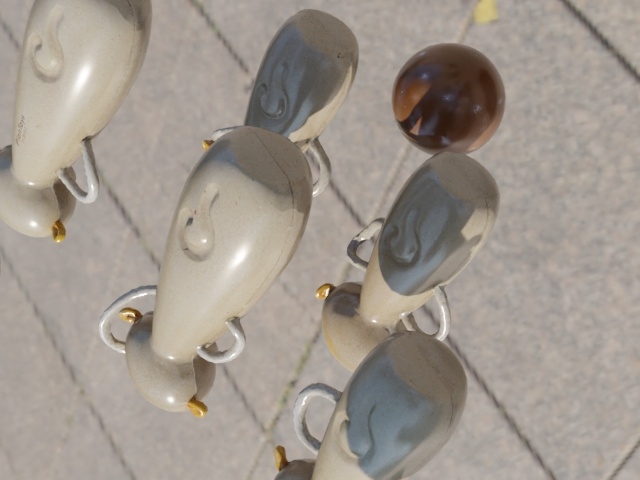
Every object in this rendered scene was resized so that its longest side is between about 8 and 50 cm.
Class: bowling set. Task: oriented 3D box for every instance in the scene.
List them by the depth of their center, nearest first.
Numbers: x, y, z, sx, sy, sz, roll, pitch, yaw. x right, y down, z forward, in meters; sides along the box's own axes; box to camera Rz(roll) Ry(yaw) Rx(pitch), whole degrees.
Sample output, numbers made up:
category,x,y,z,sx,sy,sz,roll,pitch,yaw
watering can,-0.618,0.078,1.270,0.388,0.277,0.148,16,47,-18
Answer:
category,x,y,z,sx,sy,sz,roll,pitch,yaw
bowling set,0.000,0.000,0.625,0.287,0.200,0.154,53,137,24
